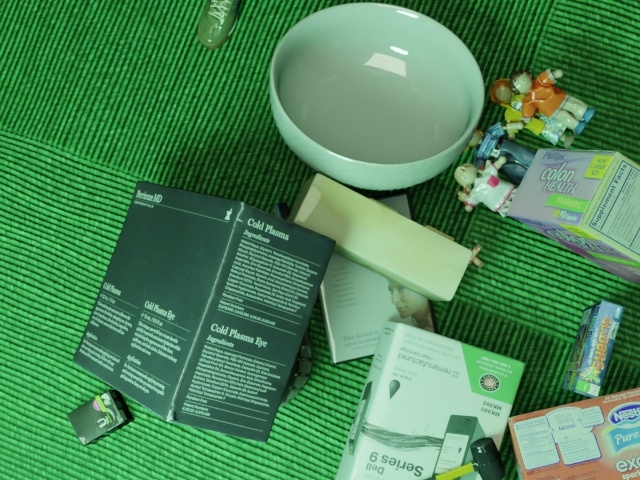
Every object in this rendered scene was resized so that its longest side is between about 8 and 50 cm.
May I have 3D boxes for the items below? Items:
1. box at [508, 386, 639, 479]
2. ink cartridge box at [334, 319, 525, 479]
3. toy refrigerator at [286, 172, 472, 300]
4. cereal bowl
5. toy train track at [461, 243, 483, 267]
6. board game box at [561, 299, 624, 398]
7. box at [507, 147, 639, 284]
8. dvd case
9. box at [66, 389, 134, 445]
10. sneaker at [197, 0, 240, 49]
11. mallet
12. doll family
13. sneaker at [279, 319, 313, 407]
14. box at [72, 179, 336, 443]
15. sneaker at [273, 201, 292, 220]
[{"bbox_3d":[0.442,0.319,1.465,0.300,0.142,0.154,-15,55,5],"label":"box"},{"bbox_3d":[0.163,0.290,1.524,0.211,0.121,0.289,18,86,-6],"label":"ink cartridge box"},{"bbox_3d":[0.089,-0.006,1.538,0.269,0.102,0.094,27,82,-7],"label":"toy refrigerator"},{"bbox_3d":[0.084,-0.212,1.580,0.339,0.141,0.339,2,57,-3],"label":"cereal bowl"},{"bbox_3d":[0.233,0.039,1.620,0.048,0.014,0.083,41,91,11],"label":"toy train track"},{"bbox_3d":[0.403,0.163,1.484,0.035,0.201,0.136,17,86,10],"label":"board game box"},{"bbox_3d":[0.438,-0.027,1.453,0.243,0.213,0.117,28,88,-18],"label":"box"},{"bbox_3d":[0.081,0.058,1.596,0.180,0.022,0.253,-11,88,-10],"label":"dvd case"},{"bbox_3d":[-0.366,0.295,1.657,0.083,0.052,0.062,-30,78,5],"label":"box"},{"bbox_3d":[-0.164,-0.426,1.698,0.064,0.086,0.192,26,88,10],"label":"sneaker"},{"bbox_3d":[0.173,0.337,1.445,0.190,0.039,0.062,-13,92,-5],"label":"mallet"},{"bbox_3d":[0.310,-0.163,1.598,0.163,0.118,0.263,31,106,5],"label":"doll family"},{"bbox_3d":[-0.056,0.142,1.614,0.101,0.106,0.267,10,105,-9],"label":"sneaker"},{"bbox_3d":[-0.183,0.095,1.501,0.343,0.179,0.312,15,85,54],"label":"box"},{"bbox_3d":[0.000,0.000,1.637,0.188,0.067,0.078,39,84,5],"label":"sneaker"}]
